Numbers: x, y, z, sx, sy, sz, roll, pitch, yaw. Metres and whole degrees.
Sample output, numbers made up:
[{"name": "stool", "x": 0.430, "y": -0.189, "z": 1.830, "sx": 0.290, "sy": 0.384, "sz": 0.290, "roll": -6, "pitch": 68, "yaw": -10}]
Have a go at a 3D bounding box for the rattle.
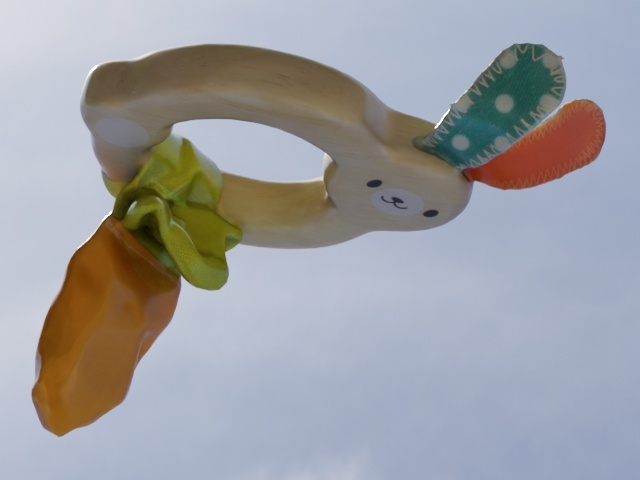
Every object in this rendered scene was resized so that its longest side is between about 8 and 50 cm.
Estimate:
[{"name": "rattle", "x": 0.000, "y": 0.000, "z": 0.693, "sx": 0.200, "sy": 0.130, "sz": 0.142, "roll": 8, "pitch": -134, "yaw": 9}]
